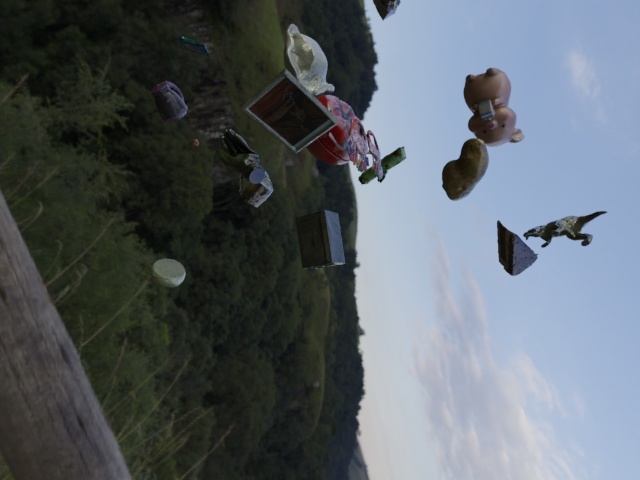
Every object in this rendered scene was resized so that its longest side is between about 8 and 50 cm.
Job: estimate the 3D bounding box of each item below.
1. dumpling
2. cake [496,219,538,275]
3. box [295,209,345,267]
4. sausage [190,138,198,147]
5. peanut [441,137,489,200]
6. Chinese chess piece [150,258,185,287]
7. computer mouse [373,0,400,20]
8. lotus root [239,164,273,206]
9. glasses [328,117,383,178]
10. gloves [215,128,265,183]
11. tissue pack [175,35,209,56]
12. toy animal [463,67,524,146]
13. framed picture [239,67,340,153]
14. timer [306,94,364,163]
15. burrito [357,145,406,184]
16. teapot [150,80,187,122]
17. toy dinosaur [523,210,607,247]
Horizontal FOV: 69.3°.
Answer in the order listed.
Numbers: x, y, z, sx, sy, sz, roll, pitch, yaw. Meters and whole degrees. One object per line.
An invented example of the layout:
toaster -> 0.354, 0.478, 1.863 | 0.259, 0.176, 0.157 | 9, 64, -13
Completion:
dumpling -> -0.084, -0.726, 1.917 | 0.318, 0.187, 0.243 | 56, 37, -6
cake -> 0.724, 0.039, 1.789 | 0.246, 0.135, 0.112 | 28, 19, -41
box -> 0.000, 0.000, 2.037 | 0.155, 0.148, 0.232 | 7, 73, -65
sausage -> -0.528, -0.405, 1.939 | 0.147, 0.035, 0.030 | -164, -98, -71
peanut -> 0.524, -0.256, 1.677 | 0.253, 0.137, 0.122 | -60, -176, 40
Chinese chess piece -> -0.378, 0.081, 1.148 | 0.084, 0.084, 0.034 | -111, -142, -53
computer mouse -> 0.240, -0.936, 1.692 | 0.200, 0.114, 0.390 | 95, 3, -55
lotus root -> -0.292, -0.247, 2.066 | 0.138, 0.119, 0.235 | 43, 17, -36
glasses -> 0.116, -0.266, 1.415 | 0.255, 0.095, 0.162 | 11, 61, -55
gloves -> -0.303, -0.311, 1.739 | 0.268, 0.135, 0.107 | 53, -26, 25
tissue pack -> -0.505, -0.776, 1.846 | 0.028, 0.137, 0.085 | -62, 169, -6
toy animal -> 0.644, -0.487, 1.738 | 0.212, 0.194, 0.257 | 0, 85, -61
framed picture -> -0.100, -0.418, 1.547 | 0.273, 0.216, 0.016 | 34, 40, -37
timer -> 0.059, -0.588, 2.490 | 0.377, 0.279, 0.378 | 33, 36, -28
burrito -> 0.312, -0.355, 2.296 | 0.054, 0.287, 0.104 | 28, 37, -51
teapot -> -0.604, -0.567, 1.860 | 0.116, 0.148, 0.146 | 18, -34, 44
toy dinosaur -> 0.853, -0.038, 1.651 | 0.294, 0.162, 0.077 | -4, -63, 48
